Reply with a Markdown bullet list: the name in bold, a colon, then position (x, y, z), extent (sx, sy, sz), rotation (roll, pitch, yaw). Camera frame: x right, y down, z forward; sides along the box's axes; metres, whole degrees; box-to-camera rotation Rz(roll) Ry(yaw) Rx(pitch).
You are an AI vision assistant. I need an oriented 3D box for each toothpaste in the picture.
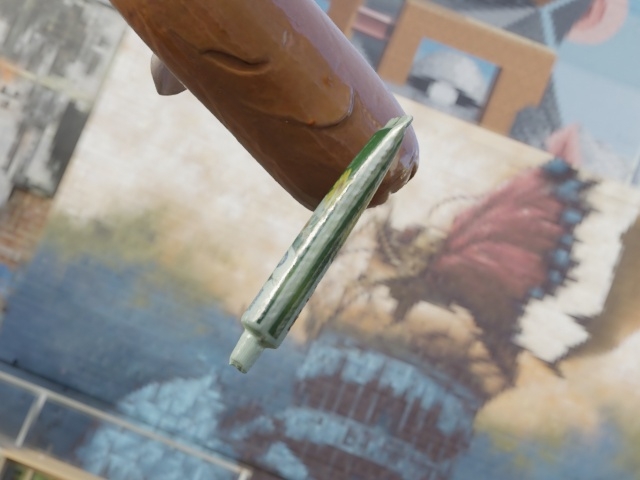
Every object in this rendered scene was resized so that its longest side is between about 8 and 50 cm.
- **toothpaste**: position (0.000, 0.000, 0.916), extent (0.031, 0.204, 0.049), rotation (35, -8, -13)

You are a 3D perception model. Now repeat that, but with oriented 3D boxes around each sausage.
- **sausage**: position (-0.043, -0.141, 1.083), extent (0.304, 0.121, 0.121), rotation (47, -17, -23)

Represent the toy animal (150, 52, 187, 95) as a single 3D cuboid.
- **toy animal**: position (-0.112, -0.228, 1.273), extent (0.124, 0.212, 0.124), rotation (37, 28, -23)
